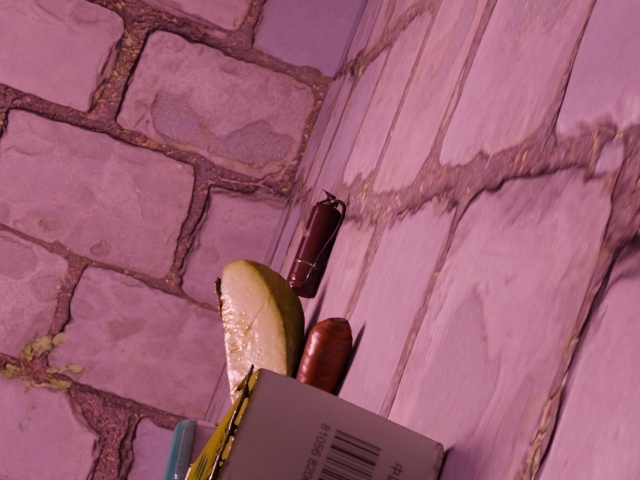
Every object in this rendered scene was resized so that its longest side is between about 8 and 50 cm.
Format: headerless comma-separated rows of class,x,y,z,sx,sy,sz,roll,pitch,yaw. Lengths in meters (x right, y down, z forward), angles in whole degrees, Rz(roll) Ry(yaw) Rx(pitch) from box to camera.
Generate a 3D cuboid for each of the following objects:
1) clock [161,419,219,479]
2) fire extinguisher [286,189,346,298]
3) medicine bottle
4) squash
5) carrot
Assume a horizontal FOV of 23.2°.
clock,-0.116,0.326,1.600,0.262,0.116,0.231,-96,14,-82
fire extinguisher,0.000,0.000,2.148,0.078,0.045,0.157,-2,64,54
medicine bottle,-0.028,0.203,1.030,0.250,0.141,0.137,121,173,-62
squash,-0.080,0.155,1.958,0.252,0.093,0.169,-75,-37,-56
carrot,-0.014,0.177,1.564,0.048,0.048,0.216,-93,20,-78
